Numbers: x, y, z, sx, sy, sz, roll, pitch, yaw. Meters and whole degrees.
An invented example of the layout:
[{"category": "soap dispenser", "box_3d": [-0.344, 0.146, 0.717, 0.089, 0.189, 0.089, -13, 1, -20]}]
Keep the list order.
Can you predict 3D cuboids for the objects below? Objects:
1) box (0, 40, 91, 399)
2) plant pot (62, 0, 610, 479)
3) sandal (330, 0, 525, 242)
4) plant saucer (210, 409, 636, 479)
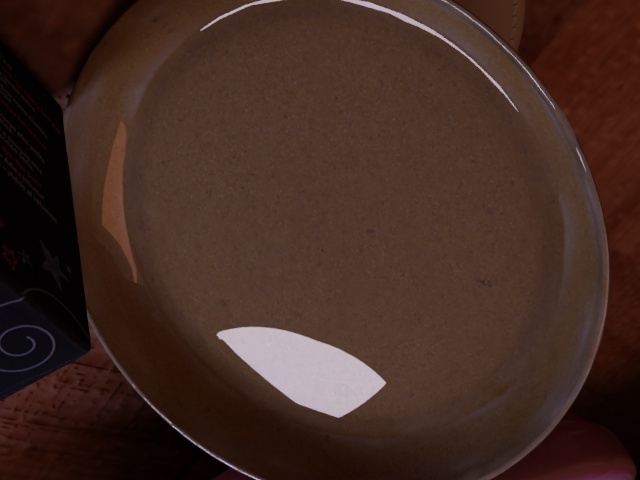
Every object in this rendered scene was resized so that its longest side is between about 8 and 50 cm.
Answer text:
[{"category": "box", "box_3d": [-0.211, -0.041, 0.337, 0.163, 0.142, 0.247, -28, 134, 10]}, {"category": "plant pot", "box_3d": [0.000, 0.000, 0.446, 0.236, 0.032, 0.236, 9, 115, 21]}, {"category": "sandal", "box_3d": [0.031, -0.017, 0.491, 0.088, 0.079, 0.240, 12, 128, -29]}, {"category": "plant saucer", "box_3d": [0.016, 0.180, 0.628, 0.332, 0.084, 0.332, -21, 153, -11]}]
